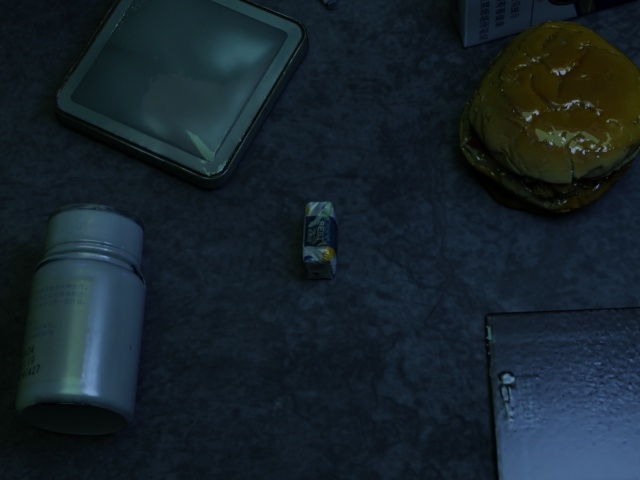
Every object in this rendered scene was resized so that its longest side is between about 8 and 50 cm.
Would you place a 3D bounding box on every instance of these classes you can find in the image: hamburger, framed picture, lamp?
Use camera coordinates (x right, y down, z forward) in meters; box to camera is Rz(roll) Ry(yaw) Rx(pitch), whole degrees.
[{"bbox_3d":[0.295,-0.158,1.887,0.244,0.163,0.244,-2,66,5],"label":"hamburger"},{"bbox_3d":[0.373,0.198,1.802,0.338,0.014,0.255,-2,65,2],"label":"framed picture"},{"bbox_3d":[-0.187,-0.224,2.009,0.269,0.047,0.266,25,69,14],"label":"lamp"}]

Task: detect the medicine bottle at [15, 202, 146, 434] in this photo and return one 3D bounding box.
[{"bbox_3d":[-0.283,0.095,1.815,0.143,0.143,0.258,2,67,4],"label":"medicine bottle"}]

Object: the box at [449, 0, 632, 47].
[{"bbox_3d":[0.301,-0.352,1.974,0.259,0.168,0.071,-15,63,-2],"label":"box"}]

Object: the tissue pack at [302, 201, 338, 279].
[{"bbox_3d":[0.000,0.000,1.886,0.042,0.062,0.083,-2,64,8],"label":"tissue pack"}]

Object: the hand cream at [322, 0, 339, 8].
[{"bbox_3d":[0.000,-0.362,2.077,0.035,0.022,0.102,-21,61,-6],"label":"hand cream"}]
